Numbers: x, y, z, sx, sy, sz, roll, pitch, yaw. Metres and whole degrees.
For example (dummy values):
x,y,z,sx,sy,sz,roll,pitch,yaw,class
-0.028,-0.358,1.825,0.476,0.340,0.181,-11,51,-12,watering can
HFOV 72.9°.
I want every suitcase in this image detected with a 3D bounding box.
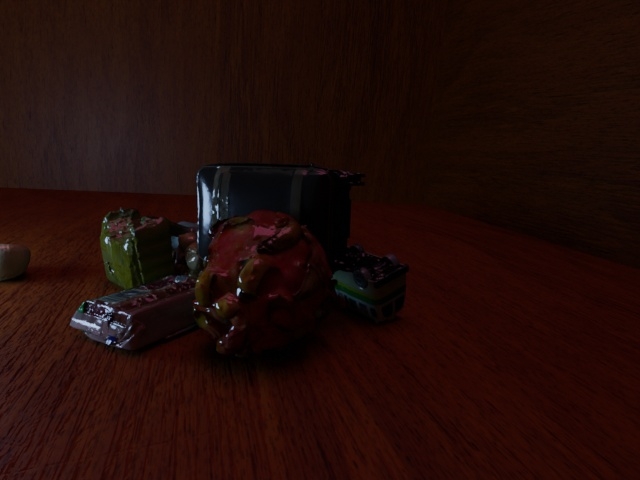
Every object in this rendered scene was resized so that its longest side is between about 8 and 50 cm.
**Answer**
x,y,z,sx,sy,sz,roll,pitch,yaw,class
-0.115,-0.055,1.103,0.435,0.282,0.194,6,10,22,suitcase

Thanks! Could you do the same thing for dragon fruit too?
x,y,z,sx,sy,sz,roll,pitch,yaw,class
-0.137,0.100,0.904,0.315,0.295,0.263,-2,24,24,dragon fruit

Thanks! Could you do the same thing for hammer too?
x,y,z,sx,sy,sz,roll,pitch,yaw,class
-0.521,-0.028,1.575,0.207,0.118,0.336,8,-7,23,hammer

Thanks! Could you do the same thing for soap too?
x,y,z,sx,sy,sz,roll,pitch,yaw,class
-0.385,0.155,1.003,0.218,0.097,0.273,11,14,27,soap

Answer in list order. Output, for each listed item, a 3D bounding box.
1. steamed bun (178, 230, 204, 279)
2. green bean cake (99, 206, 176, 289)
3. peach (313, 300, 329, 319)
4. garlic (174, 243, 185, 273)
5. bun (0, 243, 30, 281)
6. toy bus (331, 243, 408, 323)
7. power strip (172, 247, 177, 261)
x,y,z,sx,sy,sz,roll,pitch,yaw,class
-0.356,0.074,1.250,0.106,0.177,0.192,-11,29,-22,steamed bun
-0.525,0.029,1.238,0.236,0.232,0.124,14,22,41,green bean cake
-0.111,0.161,1.152,0.280,0.068,0.189,-2,12,-27,peach
-0.441,0.060,1.410,0.194,0.127,0.131,-17,19,-6,garlic
-0.935,0.062,1.243,0.189,0.110,0.164,1,-5,-2,bun
0.105,0.113,1.215,0.134,0.164,0.276,-22,25,-33,toy bus
-0.613,0.047,1.567,0.268,0.034,0.092,3,12,-4,power strip
